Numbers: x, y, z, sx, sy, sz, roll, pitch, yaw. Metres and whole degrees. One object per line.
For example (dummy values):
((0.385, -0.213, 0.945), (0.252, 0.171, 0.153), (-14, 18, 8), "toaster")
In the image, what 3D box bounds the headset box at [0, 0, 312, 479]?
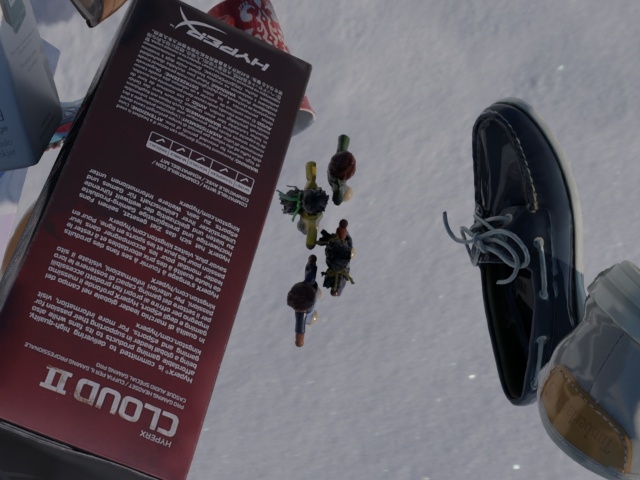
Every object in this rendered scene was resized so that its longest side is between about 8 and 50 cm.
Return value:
((-0.124, 0.044, 0.644), (0.110, 0.218, 0.293), (24, 54, -13), "headset box")

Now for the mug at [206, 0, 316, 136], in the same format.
((-0.083, -0.222, 1.480), (0.113, 0.150, 0.169), (-16, 76, -2), "mug")

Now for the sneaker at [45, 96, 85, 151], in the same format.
((-0.415, -0.176, 1.610), (0.262, 0.104, 0.125), (-23, 102, -35), "sneaker")

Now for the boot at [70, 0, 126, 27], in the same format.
((-0.090, -0.113, 0.382), (0.087, 0.118, 0.042), (42, 83, -17), "boot")

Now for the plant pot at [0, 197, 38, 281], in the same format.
((-0.302, 0.039, 1.516), (0.188, 0.205, 0.205), (27, 73, -26), "plant pot")

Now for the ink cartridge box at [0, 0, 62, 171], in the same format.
((-0.237, -0.146, 0.621), (0.134, 0.078, 0.231), (-10, 116, 6), "ink cartridge box")

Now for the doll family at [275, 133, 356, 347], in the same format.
((0.000, 0.000, 1.078), (0.076, 0.111, 0.192), (-4, 84, -3), "doll family")

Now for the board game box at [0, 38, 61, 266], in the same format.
((-0.385, -0.007, 1.063), (0.066, 0.318, 0.318), (32, 52, -37), "board game box")

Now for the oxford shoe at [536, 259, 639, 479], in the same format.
((0.287, 0.141, 0.861), (0.130, 0.169, 0.449), (-53, 139, 9), "oxford shoe")

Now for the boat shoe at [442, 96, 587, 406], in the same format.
((0.160, 0.012, 0.971), (0.079, 0.095, 0.254), (-18, 105, -28), "boat shoe")
